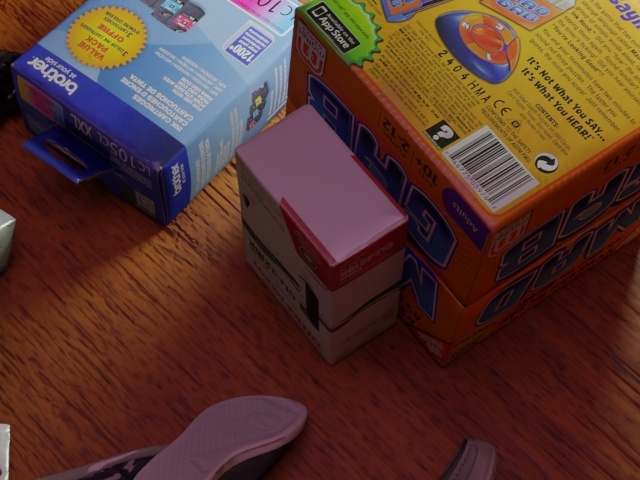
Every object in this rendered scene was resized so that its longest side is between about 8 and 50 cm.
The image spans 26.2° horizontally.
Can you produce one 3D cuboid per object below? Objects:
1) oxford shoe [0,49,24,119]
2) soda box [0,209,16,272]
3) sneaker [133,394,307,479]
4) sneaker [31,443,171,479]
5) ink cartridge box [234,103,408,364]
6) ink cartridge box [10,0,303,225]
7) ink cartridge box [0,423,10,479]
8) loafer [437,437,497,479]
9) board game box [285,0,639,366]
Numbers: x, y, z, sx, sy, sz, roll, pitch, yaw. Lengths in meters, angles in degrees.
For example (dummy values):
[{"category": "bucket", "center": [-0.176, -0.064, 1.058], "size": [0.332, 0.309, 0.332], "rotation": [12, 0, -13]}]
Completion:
[{"category": "oxford shoe", "center": [-0.490, -0.173, 1.869], "size": [0.096, 0.083, 0.227], "rotation": [22, 60, 37]}, {"category": "soda box", "center": [-0.530, -0.047, 1.755], "size": [0.286, 0.091, 0.098], "rotation": [33, 38, 16]}, {"category": "sneaker", "center": [-0.115, 0.289, 1.592], "size": [0.105, 0.146, 0.296], "rotation": [16, 27, 27]}, {"category": "sneaker", "center": [-0.242, 0.312, 1.589], "size": [0.222, 0.083, 0.118], "rotation": [-15, 81, -21]}, {"category": "ink cartridge box", "center": [0.000, 0.000, 1.664], "size": [0.114, 0.273, 0.197], "rotation": [-33, 65, -16]}, {"category": "ink cartridge box", "center": [-0.223, -0.208, 1.852], "size": [0.270, 0.151, 0.395], "rotation": [34, 65, 17]}, {"category": "ink cartridge box", "center": [-0.458, 0.276, 1.607], "size": [0.179, 0.045, 0.145], "rotation": [8, 45, -19]}, {"category": "loafer", "center": [0.094, 0.346, 1.552], "size": [0.111, 0.112, 0.319], "rotation": [33, 63, 7]}, {"category": "board game box", "center": [0.203, -0.136, 1.695], "size": [0.356, 0.356, 0.356], "rotation": [-31, 67, -20]}]
